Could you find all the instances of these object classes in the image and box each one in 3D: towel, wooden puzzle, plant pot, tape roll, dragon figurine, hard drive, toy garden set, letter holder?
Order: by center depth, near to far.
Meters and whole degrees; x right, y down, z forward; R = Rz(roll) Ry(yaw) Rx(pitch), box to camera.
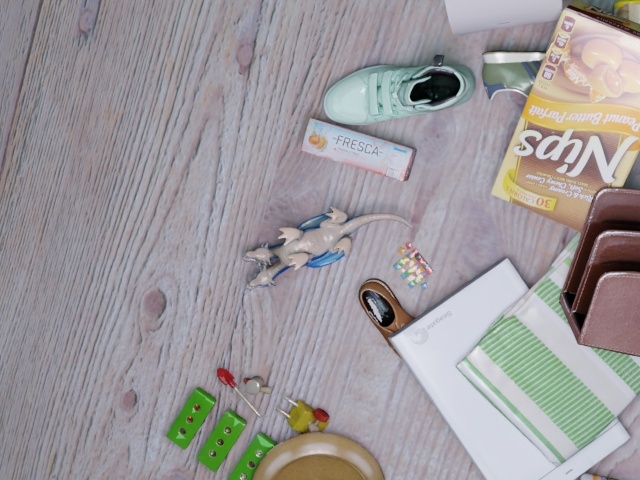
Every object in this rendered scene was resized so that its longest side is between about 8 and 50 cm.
[{"bbox_3d":[0.538,0.057,1.484,0.302,0.152,0.214,12,112,-3],"label":"letter holder"},{"bbox_3d":[0.265,-0.444,1.515,0.169,0.246,0.246,-6,94,13],"label":"tape roll"},{"bbox_3d":[0.405,0.166,1.601,0.325,0.038,0.248,-45,88,-6],"label":"towel"},{"bbox_3d":[0.305,0.237,1.634,0.233,0.047,0.353,-34,89,-5],"label":"hard drive"},{"bbox_3d":[0.000,0.000,1.696,0.289,0.144,0.085,-23,88,-6],"label":"dragon figurine"},{"bbox_3d":[0.156,0.047,1.706,0.049,0.006,0.083,-40,86,13],"label":"wooden puzzle"},{"bbox_3d":[-0.004,0.441,1.729,0.236,0.032,0.236,0,107,-2],"label":"plant pot"},{"bbox_3d":[-0.117,0.329,1.774,0.244,0.049,0.203,34,103,8],"label":"toy garden set"}]

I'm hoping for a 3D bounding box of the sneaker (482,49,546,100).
[{"bbox_3d":[0.352,-0.257,1.610,0.192,0.064,0.086,4,103,12],"label":"sneaker"}]

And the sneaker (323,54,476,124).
[{"bbox_3d":[0.114,-0.241,1.615,0.256,0.151,0.094,-8,95,14],"label":"sneaker"}]

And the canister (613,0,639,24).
[{"bbox_3d":[0.512,-0.285,1.563,0.126,0.073,0.169,0,94,14],"label":"canister"}]

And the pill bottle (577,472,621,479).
[{"bbox_3d":[0.533,0.468,1.588,0.272,0.152,0.152,10,97,11],"label":"pill bottle"}]

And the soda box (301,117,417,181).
[{"bbox_3d":[0.065,-0.151,1.679,0.183,0.063,0.058,18,98,10],"label":"soda box"}]

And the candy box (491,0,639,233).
[{"bbox_3d":[0.402,-0.180,1.532,0.183,0.087,0.316,25,120,14],"label":"candy box"}]

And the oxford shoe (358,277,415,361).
[{"bbox_3d":[0.136,0.156,1.687,0.212,0.076,0.076,45,101,4],"label":"oxford shoe"}]
